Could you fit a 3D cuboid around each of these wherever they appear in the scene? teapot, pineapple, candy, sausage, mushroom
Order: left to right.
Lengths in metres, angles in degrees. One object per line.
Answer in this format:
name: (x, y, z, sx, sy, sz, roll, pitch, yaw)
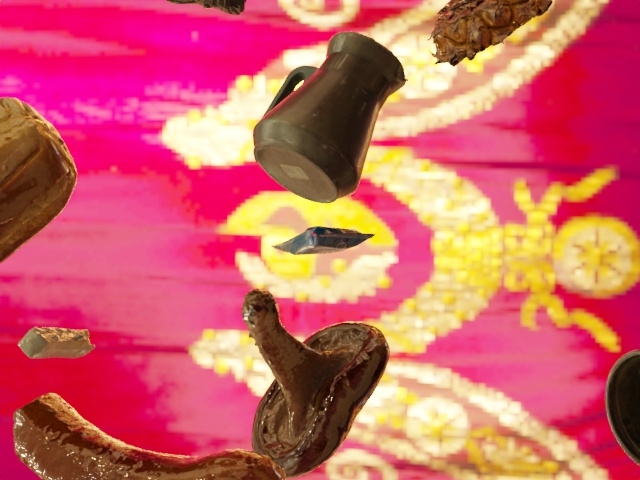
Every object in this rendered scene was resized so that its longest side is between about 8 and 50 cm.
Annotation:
sausage: (-0.175, 0.225, 1.361, 0.102, 0.302, 0.076, -66, -30, -22)
mushroom: (-0.042, 0.152, 1.692, 0.217, 0.148, 0.227, 47, -120, -36)
candy: (0.000, 0.000, 1.882, 0.088, 0.136, 0.038, -4, -95, -35)
teapot: (0.006, -0.185, 2.061, 0.225, 0.203, 0.171, -58, -42, -22)
pineapple: (0.246, -0.342, 2.085, 0.076, 0.225, 0.225, 57, -152, -19)

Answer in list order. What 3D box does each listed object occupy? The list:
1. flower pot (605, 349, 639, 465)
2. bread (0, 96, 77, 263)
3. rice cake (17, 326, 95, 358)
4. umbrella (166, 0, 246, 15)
flower pot: (0.445, 0.203, 1.744, 0.107, 0.157, 0.157, -11, -76, -36)
bread: (-0.356, -0.037, 1.413, 0.236, 0.106, 0.140, -38, -34, -8)
rice cake: (-0.318, 0.123, 1.724, 0.030, 0.042, 0.180, 50, -175, 10)
umbrella: (-0.203, -0.387, 2.211, 0.188, 0.050, 0.046, 4, -123, -37)
